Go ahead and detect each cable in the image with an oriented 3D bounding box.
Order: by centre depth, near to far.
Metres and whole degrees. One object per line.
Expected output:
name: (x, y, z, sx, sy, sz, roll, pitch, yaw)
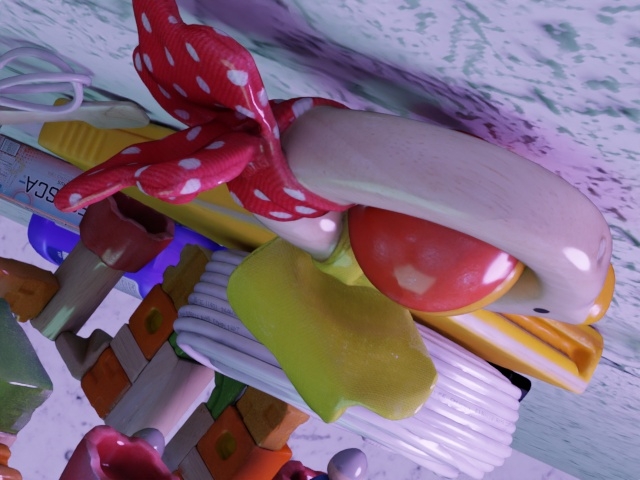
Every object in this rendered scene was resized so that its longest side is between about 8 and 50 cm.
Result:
cable: (0.023, 0.090, 1.188, 0.257, 0.089, 0.257, 27, 174, -12)

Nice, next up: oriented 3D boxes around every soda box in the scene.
soda box: (-0.250, -0.043, 1.661, 0.183, 0.058, 0.063, 23, 174, 13)

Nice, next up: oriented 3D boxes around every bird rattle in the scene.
bird rattle: (0.024, -0.023, 0.722, 0.207, 0.143, 0.253, 8, 155, 25)

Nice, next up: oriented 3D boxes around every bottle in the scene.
bottle: (-0.168, 0.023, 1.753, 0.282, 0.092, 0.118, 22, 174, 20)

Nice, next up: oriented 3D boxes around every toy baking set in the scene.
toy baking set: (-0.247, -0.099, 1.045, 0.256, 0.030, 0.196, 24, 156, -32)

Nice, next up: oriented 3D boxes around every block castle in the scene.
block castle: (-0.174, 0.100, 1.367, 0.303, 0.213, 0.453, 20, -154, -47)

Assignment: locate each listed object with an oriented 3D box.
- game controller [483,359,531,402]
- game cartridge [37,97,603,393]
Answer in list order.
game controller: (0.090, 0.107, 1.525, 0.166, 0.067, 0.319, 5, 172, 19)
game cartridge: (0.000, 0.000, 1.158, 0.323, 0.053, 0.285, 22, 174, 42)
